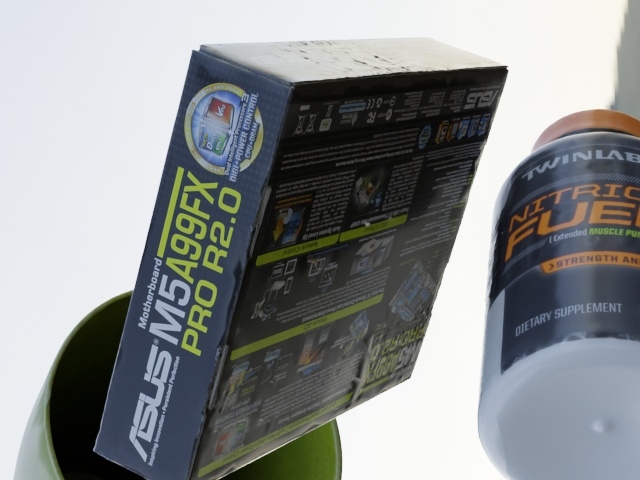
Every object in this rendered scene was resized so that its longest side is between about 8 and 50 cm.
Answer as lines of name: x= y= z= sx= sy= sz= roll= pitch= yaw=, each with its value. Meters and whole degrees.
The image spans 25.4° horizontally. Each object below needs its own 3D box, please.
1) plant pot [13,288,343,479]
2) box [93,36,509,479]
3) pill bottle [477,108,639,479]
plant pot: x=-0.169 y=0.229 z=1.305 sx=0.293 sy=0.274 sz=0.275 roll=-45 pitch=27 yaw=48
box: x=0.000 y=0.000 z=0.784 sx=0.270 sy=0.060 sz=0.216 roll=-17 pitch=-53 yaw=-60
pill bottle: x=0.159 y=0.025 z=0.813 sx=0.246 sy=0.130 sz=0.130 roll=-78 pitch=-22 yaw=-51
